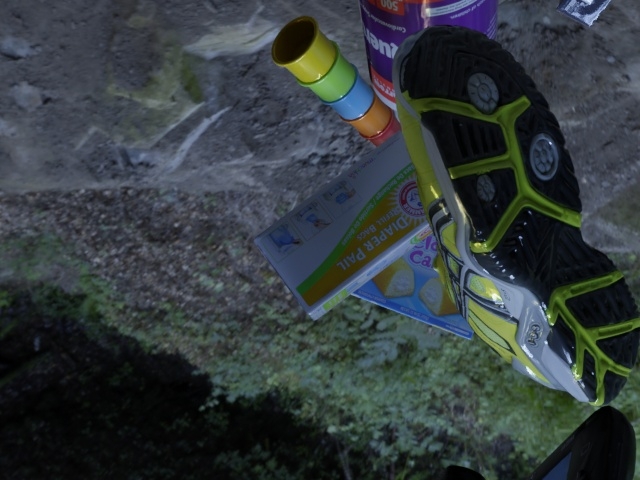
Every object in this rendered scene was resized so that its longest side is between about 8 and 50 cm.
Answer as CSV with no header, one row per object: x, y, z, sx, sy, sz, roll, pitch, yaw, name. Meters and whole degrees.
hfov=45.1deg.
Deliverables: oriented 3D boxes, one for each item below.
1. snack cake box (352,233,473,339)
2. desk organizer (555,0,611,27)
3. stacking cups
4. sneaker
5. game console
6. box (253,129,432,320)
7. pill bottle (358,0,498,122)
0.166,0.057,1.371,0.264,0.089,0.152,20,90,7,snack cake box
0.321,-0.308,0.856,0.047,0.050,0.130,26,139,-5,desk organizer
0.052,-0.255,1.327,0.096,0.096,0.316,-34,138,22,stacking cups
0.145,-0.003,0.676,0.147,0.145,0.385,4,132,51,sneaker
0.113,0.230,0.544,0.044,0.213,0.361,22,133,-2,game console
0.041,-0.013,0.866,0.203,0.114,0.103,-37,81,-3,box
0.146,-0.292,1.032,0.181,0.181,0.323,5,148,14,pill bottle
